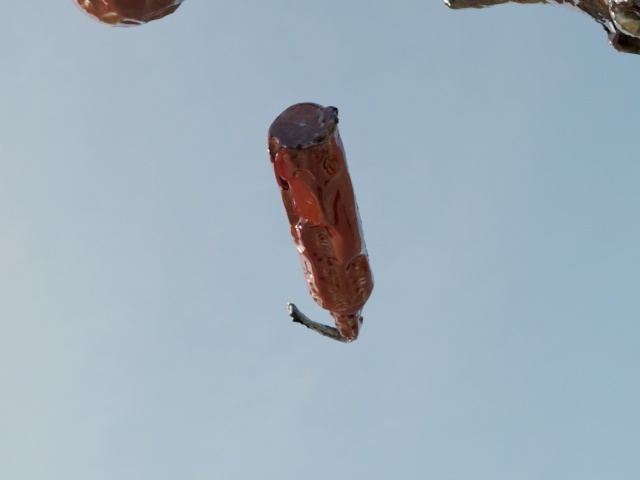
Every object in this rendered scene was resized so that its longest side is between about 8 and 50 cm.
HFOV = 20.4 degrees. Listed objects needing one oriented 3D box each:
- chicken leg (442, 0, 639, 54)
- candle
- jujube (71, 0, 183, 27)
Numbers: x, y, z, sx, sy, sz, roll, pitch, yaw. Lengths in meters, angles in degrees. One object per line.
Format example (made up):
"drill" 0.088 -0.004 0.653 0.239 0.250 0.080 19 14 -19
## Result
"chicken leg" 0.143 -0.149 0.908 0.080 0.125 0.196 -31 4 -36
"candle" 0.000 0.000 0.929 0.048 0.053 0.162 -22 -48 -9
"jujube" -0.106 -0.220 1.193 0.109 0.112 0.176 52 -120 -23
